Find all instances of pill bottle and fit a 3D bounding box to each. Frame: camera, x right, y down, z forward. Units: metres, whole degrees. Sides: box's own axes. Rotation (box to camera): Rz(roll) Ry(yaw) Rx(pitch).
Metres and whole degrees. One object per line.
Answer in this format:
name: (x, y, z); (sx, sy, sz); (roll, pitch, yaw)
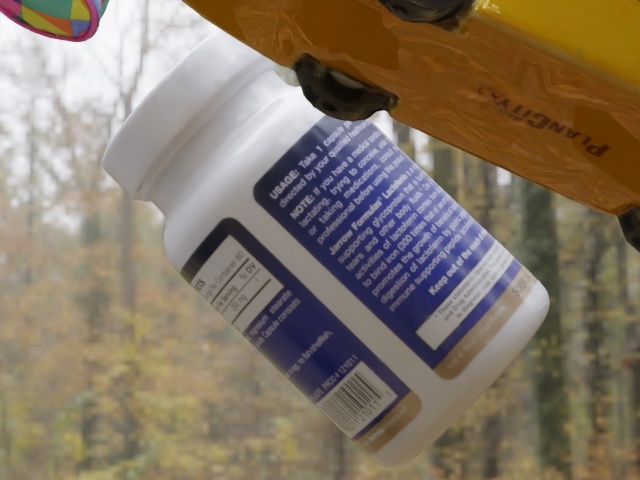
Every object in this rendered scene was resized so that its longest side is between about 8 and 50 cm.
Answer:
pill bottle: (0.000, 0.000, 1.054); (0.264, 0.153, 0.153); (44, -15, 1)

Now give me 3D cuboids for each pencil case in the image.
pencil case: (-0.183, -0.274, 1.360); (0.104, 0.236, 0.104); (14, -27, 7)

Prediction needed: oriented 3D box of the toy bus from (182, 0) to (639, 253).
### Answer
toy bus: (0.096, -0.108, 0.811); (0.332, 0.130, 0.108); (23, -31, -10)
